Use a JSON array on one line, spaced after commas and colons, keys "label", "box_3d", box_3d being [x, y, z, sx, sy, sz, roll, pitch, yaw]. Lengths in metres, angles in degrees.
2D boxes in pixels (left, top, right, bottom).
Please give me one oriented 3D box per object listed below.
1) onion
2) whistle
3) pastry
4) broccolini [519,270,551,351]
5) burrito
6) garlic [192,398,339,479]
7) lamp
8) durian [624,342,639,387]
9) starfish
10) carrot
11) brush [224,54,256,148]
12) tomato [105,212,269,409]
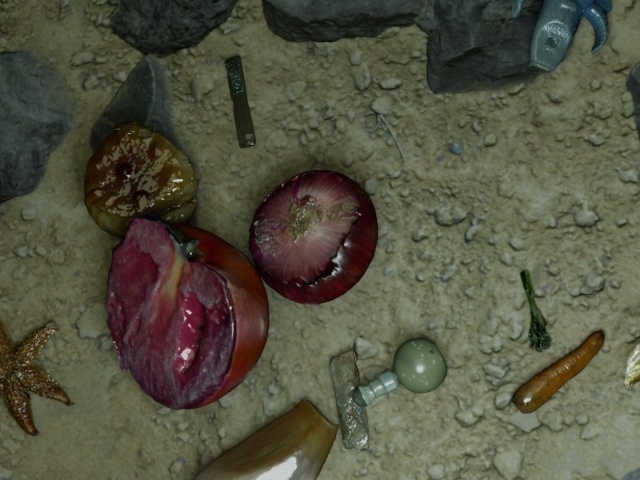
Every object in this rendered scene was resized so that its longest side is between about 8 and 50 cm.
[{"label": "onion", "box_3d": [-0.008, -0.002, 1.717, 0.248, 0.161, 0.248, -10, 51, 12]}, {"label": "whistle", "box_3d": [0.436, -0.426, 1.788, 0.180, 0.093, 0.269, 21, 79, -9]}, {"label": "pastry", "box_3d": [-0.330, -0.111, 1.849, 0.218, 0.100, 0.229, -16, 72, 7]}, {"label": "broccolini", "box_3d": [0.352, 0.119, 1.681, 0.035, 0.030, 0.140, -32, 59, 39]}, {"label": "burrito", "box_3d": [0.049, 0.269, 1.686, 0.051, 0.042, 0.171, -17, 69, 17]}, {"label": "garlic", "box_3d": [-0.102, 0.392, 1.650, 0.318, 0.112, 0.143, -37, 64, -7]}, {"label": "lamp", "box_3d": [0.127, 0.226, 1.653, 0.163, 0.091, 0.091, -29, 70, -2]}, {"label": "durian", "box_3d": [0.566, 0.158, 1.598, 0.224, 0.078, 0.140, -40, 82, 9]}, {"label": "starfish", "box_3d": [-0.553, 0.248, 1.819, 0.240, 0.043, 0.227, -44, 69, -1]}, {"label": "carrot", "box_3d": [0.390, 0.211, 1.631, 0.191, 0.047, 0.047, -39, 70, -2]}, {"label": "brush", "box_3d": [-0.153, -0.265, 1.897, 0.034, 0.027, 0.190, -14, 72, 9]}, {"label": "tomato", "box_3d": [-0.218, 0.118, 1.721, 0.335, 0.176, 0.290, 37, 114, 28]}]
